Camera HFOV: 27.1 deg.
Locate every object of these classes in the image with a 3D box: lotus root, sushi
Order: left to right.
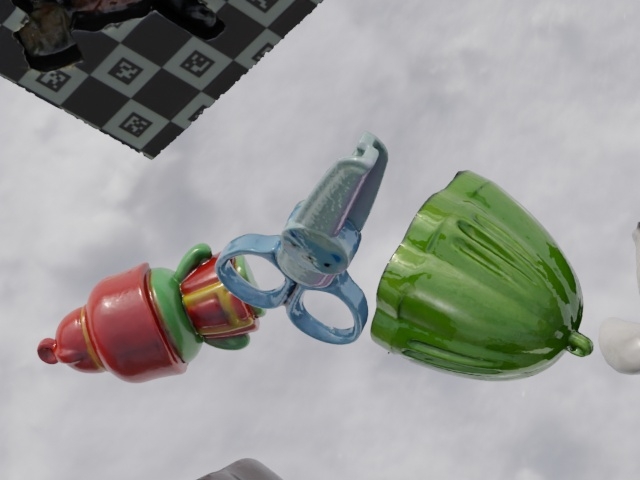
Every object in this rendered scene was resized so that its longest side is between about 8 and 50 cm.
[{"bbox_3d":[-0.235,-0.290,1.568,0.359,0.064,0.343,29,126,-32],"label":"sushi"},{"bbox_3d":[0.158,0.055,1.135,0.186,0.186,0.186,5,113,11],"label":"lotus root"}]

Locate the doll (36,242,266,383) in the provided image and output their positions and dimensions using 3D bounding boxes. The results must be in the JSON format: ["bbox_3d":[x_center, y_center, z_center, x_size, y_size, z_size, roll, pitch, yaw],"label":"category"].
[{"bbox_3d":[-0.265,0.127,2.022,0.363,0.160,0.182,-16,116,13],"label":"doll"}]

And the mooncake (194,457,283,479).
[{"bbox_3d":[-0.109,0.329,1.069,0.154,0.306,0.306,41,117,17],"label":"mooncake"}]

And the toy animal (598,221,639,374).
[{"bbox_3d":[0.451,0.110,1.402,0.325,0.154,0.208,27,120,24],"label":"toy animal"}]

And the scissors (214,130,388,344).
[{"bbox_3d":[0.000,0.000,0.948,0.125,0.030,0.256,28,150,0],"label":"scissors"}]
